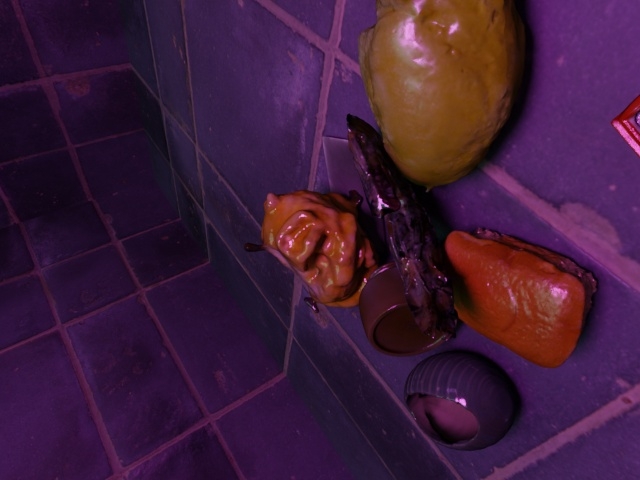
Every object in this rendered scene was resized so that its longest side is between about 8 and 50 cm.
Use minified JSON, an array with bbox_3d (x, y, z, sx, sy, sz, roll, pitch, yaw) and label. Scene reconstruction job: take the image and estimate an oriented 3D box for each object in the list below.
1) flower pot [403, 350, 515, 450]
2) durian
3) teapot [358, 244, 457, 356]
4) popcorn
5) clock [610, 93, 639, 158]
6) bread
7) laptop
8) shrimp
[{"bbox_3d":[0.279,0.322,0.885,0.189,0.157,0.243,66,154,2],"label":"flower pot"},{"bbox_3d":[0.167,-0.226,0.622,0.256,0.204,0.339,-128,15,-68],"label":"durian"},{"bbox_3d":[0.175,0.110,0.898,0.267,0.186,0.175,-57,29,32],"label":"teapot"},{"bbox_3d":[0.000,0.000,0.999,0.297,0.281,0.316,40,178,35],"label":"popcorn"},{"bbox_3d":[0.397,-0.107,0.440,0.155,0.061,0.113,61,152,16],"label":"clock"},{"bbox_3d":[0.302,0.080,0.690,0.245,0.121,0.174,36,142,50],"label":"bread"},{"bbox_3d":[0.081,-0.110,1.033,0.188,0.015,0.269,26,133,50],"label":"laptop"},{"bbox_3d":[0.127,-0.045,0.704,0.272,0.085,0.445,47,-155,-45],"label":"shrimp"}]
